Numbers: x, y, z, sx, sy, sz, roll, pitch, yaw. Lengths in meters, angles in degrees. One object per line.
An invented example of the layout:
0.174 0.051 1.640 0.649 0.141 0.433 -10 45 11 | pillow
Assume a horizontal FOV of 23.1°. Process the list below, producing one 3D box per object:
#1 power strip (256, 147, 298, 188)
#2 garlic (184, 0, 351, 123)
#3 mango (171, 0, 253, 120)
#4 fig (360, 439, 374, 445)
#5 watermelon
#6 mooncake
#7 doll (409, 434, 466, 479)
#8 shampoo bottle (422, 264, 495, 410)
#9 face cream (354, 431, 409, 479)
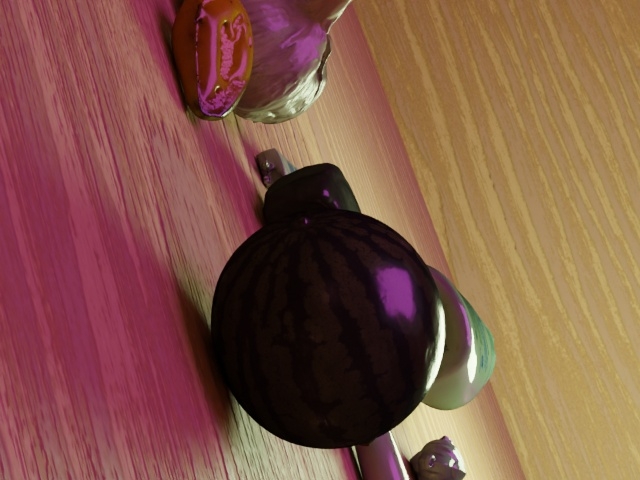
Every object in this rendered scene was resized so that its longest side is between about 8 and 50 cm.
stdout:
-0.046 -0.078 1.986 0.191 0.030 0.047 38 31 -74 | power strip
-0.041 -0.254 1.860 0.218 0.212 0.218 58 18 -31 | garlic
-0.118 -0.202 1.703 0.101 0.066 0.187 33 45 -40 | mango
0.052 0.150 1.765 0.123 0.123 0.156 52 30 -61 | fig
0.005 0.074 1.369 0.212 0.212 0.212 -22 90 -81 | watermelon
0.000 0.000 1.841 0.168 0.104 0.175 55 18 -69 | mooncake
0.168 0.323 2.194 0.180 0.079 0.094 61 42 -68 | doll
0.177 0.156 2.369 0.222 0.151 0.349 65 8 17 | shampoo bottle
0.079 0.284 1.791 0.072 0.051 0.182 56 15 -68 | face cream
